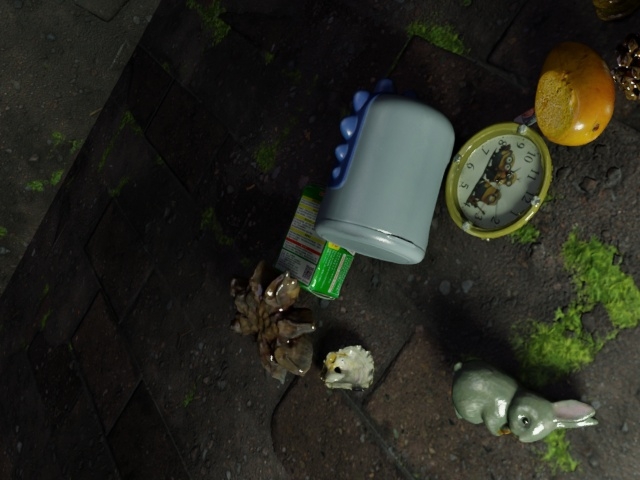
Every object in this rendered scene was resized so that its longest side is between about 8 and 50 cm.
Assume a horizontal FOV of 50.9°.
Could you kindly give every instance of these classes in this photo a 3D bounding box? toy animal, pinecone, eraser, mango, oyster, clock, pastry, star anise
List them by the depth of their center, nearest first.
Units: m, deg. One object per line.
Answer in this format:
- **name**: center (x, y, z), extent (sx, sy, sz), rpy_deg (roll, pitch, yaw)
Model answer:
- **toy animal**: center (0.326, 0.278, 1.126), extent (0.108, 0.138, 0.236), rpy_deg (-44, 31, -25)
- **pinecone**: center (0.557, -0.292, 1.128), extent (0.121, 0.140, 0.140), rpy_deg (163, 123, -78)
- **mango**: center (0.464, -0.272, 1.231), extent (0.141, 0.102, 0.217), rpy_deg (-42, 44, 52)
- **pastry**: center (0.552, -0.466, 1.248), extent (0.109, 0.057, 0.097), rpy_deg (-51, 43, 16)
- **clock**: center (0.351, -0.114, 1.311), extent (0.237, 0.057, 0.237), rpy_deg (-19, 62, 41)
- **eraser**: center (0.426, -0.252, 1.317), extent (0.099, 0.019, 0.027), rpy_deg (-32, 53, 34)
- **oyster**: center (0.057, 0.284, 1.454), extent (0.146, 0.045, 0.122), rpy_deg (-45, 43, 13)
- **star anise**: center (-0.119, 0.190, 1.573), extent (0.315, 0.108, 0.315), rpy_deg (13, 110, 39)

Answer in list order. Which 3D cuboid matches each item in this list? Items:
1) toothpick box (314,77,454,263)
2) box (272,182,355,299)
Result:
- **toothpick box**: center (0.135, -0.152, 1.397), extent (0.263, 0.263, 0.355), rpy_deg (10, 80, 47)
- **box**: center (0.000, 0.000, 1.590), extent (0.180, 0.103, 0.250), rpy_deg (25, 95, 49)
